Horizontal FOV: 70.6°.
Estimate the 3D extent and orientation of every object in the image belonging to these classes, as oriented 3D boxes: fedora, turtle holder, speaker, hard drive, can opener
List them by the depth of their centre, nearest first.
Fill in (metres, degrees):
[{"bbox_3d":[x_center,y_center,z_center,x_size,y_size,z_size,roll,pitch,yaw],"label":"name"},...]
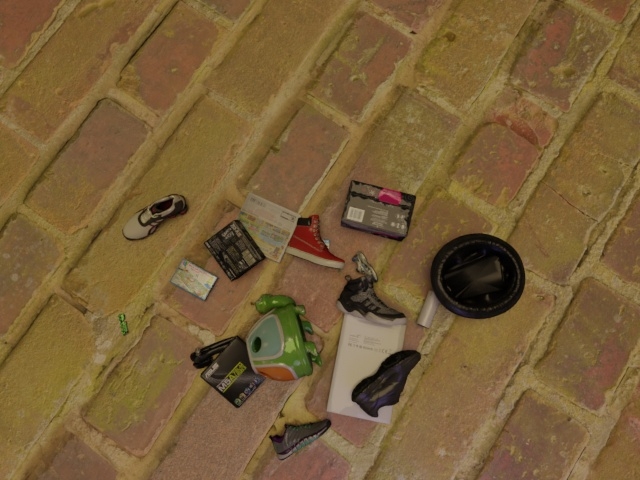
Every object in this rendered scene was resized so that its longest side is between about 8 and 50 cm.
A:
[{"bbox_3d":[-0.142,0.330,1.574,0.227,0.243,0.321,-17,81,-2],"label":"turtle holder"},{"bbox_3d":[0.556,0.133,1.647,0.333,0.152,0.334,0,81,0],"label":"fedora"},{"bbox_3d":[0.168,0.462,1.650,0.232,0.047,0.353,11,80,2],"label":"hard drive"},{"bbox_3d":[-0.391,0.402,1.666,0.186,0.073,0.059,-28,43,-7],"label":"can opener"},{"bbox_3d":[0.403,0.257,1.678,0.055,0.055,0.136,23,82,4],"label":"speaker"}]

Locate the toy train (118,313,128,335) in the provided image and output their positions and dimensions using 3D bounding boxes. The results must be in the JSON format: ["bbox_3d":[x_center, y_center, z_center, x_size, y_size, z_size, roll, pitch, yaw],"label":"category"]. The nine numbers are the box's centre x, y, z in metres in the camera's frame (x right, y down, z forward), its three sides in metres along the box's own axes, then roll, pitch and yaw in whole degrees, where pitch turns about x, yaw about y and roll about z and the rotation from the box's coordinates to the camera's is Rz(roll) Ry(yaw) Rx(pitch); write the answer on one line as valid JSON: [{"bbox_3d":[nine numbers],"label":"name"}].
[{"bbox_3d":[-0.738,0.315,1.694,0.023,0.017,0.083,-15,81,-13],"label":"toy train"}]

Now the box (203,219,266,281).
[{"bbox_3d":[-0.318,0.037,1.685,0.147,0.077,0.180,-37,89,6],"label":"box"}]

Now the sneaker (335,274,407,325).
[{"bbox_3d":[0.189,0.207,1.623,0.268,0.101,0.153,13,94,25],"label":"sneaker"}]

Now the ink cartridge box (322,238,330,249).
[{"bbox_3d":[0.009,0.037,1.729,0.048,0.028,0.083,4,81,2],"label":"ink cartridge box"}]

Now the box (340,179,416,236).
[{"bbox_3d":[0.211,-0.106,1.695,0.247,0.142,0.164,14,82,4],"label":"box"}]

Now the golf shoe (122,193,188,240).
[{"bbox_3d":[-0.641,-0.099,1.711,0.272,0.120,0.105,-33,84,-3],"label":"golf shoe"}]

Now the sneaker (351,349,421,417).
[{"bbox_3d":[0.246,0.497,1.581,0.286,0.109,0.130,-40,93,1],"label":"sneaker"}]

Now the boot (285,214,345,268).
[{"bbox_3d":[0.000,0.000,1.673,0.244,0.088,0.176,20,85,26],"label":"boot"}]

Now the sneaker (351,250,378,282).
[{"bbox_3d":[0.167,0.108,1.712,0.058,0.052,0.135,-36,75,5],"label":"sneaker"}]

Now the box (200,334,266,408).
[{"bbox_3d":[-0.301,0.474,1.632,0.184,0.045,0.191,45,83,-10],"label":"box"}]

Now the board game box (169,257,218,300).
[{"bbox_3d":[-0.479,0.149,1.714,0.154,0.026,0.103,28,82,5],"label":"board game box"}]

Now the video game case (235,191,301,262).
[{"bbox_3d":[-0.217,-0.050,1.747,0.226,0.026,0.206,24,82,3],"label":"video game case"}]

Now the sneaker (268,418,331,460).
[{"bbox_3d":[-0.073,0.678,1.601,0.223,0.083,0.098,-31,77,-4],"label":"sneaker"}]
